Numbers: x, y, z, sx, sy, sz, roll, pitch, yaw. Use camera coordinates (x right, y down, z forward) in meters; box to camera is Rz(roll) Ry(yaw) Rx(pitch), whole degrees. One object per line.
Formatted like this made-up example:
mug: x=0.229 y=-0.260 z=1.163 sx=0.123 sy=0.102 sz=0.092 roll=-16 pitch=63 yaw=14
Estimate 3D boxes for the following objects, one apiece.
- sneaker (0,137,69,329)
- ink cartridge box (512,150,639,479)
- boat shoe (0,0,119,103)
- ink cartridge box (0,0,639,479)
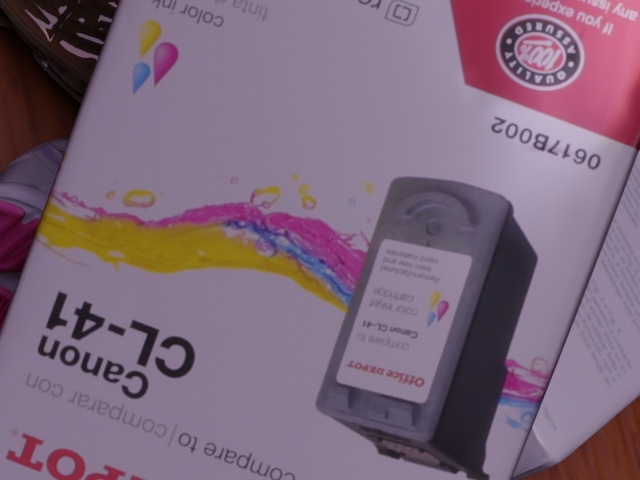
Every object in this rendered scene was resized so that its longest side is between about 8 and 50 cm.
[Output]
sneaker: x=-0.072 y=0.031 z=0.994 sx=0.252 sy=0.103 sz=0.111 roll=40 pitch=37 yaw=-21
ink cartridge box: x=0.113 y=-0.069 z=1.057 sx=0.385 sy=0.091 sz=0.308 roll=-28 pitch=89 yaw=-52
boat shoe: x=-0.100 y=-0.103 z=1.040 sx=0.104 sy=0.089 sz=0.285 roll=-41 pitch=88 yaw=-21
ink cartridge box: x=0.000 y=0.000 z=0.825 sx=0.226 sy=0.131 sz=0.306 roll=20 pitch=91 yaw=2
